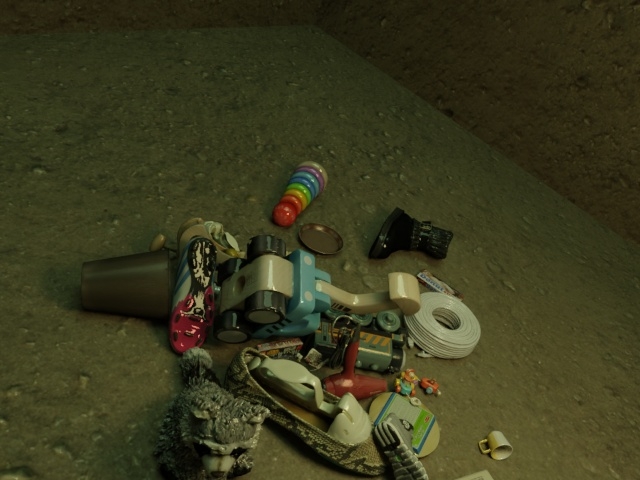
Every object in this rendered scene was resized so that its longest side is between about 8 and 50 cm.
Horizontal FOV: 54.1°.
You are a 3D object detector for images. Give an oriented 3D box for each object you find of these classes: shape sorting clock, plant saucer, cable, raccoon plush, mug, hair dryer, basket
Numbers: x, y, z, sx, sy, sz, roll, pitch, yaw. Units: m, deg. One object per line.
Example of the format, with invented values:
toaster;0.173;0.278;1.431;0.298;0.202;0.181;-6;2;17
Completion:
shape sorting clock;0.228;0.504;1.716;0.206;0.040;0.206;11;35;-8
plant saucer;0.000;0.000;2.255;0.169;0.029;0.168;14;36;-10
cable;0.397;0.274;2.058;0.257;0.089;0.257;9;38;-17
raccoon plush;-0.270;0.351;1.433;0.216;0.299;0.446;-4;43;-31
mug;0.491;0.568;1.758;0.078;0.062;0.064;17;28;-18
hair dryer;0.076;0.348;1.686;0.293;0.224;0.080;42;15;-32
basket;-0.529;0.124;1.714;0.227;0.204;0.154;0;3;-15

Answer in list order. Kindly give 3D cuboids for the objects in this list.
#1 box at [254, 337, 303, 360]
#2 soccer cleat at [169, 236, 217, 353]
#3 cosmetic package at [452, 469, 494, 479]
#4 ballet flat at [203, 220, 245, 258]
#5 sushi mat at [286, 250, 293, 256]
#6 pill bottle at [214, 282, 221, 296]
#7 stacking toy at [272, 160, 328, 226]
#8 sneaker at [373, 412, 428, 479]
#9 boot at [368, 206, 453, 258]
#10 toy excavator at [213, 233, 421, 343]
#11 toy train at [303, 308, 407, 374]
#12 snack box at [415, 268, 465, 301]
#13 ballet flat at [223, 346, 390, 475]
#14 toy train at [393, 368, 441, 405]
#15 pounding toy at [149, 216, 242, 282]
box;-0.124;0.316;1.729;0.137;0.094;0.027;-4;43;-31
soccer cleat;-0.357;0.154;1.757;0.116;0.143;0.331;15;74;-24
cosmetic package;0.298;0.667;1.470;0.296;0.129;0.153;-3;41;-29
ballet flat;-0.329;-0.009;2.051;0.086;0.086;0.248;-18;51;-42
sushi mat;-0.112;0.132;2.037;0.152;0.019;0.316;11;38;-14
pill bottle;-0.343;0.141;1.882;0.083;0.043;0.043;20;36;-4
stacking toy;-0.087;-0.167;2.345;0.141;0.141;0.330;25;40;4
sneaker;0.225;0.539;1.590;0.228;0.086;0.132;64;26;-1
boot;0.348;0.008;2.338;0.260;0.131;0.348;29;36;10
toy excavator;-0.011;0.154;1.721;0.445;0.433;0.222;23;50;-35
toy train;0.102;0.291;1.857;0.334;0.142;0.190;15;48;-12
snack box;0.432;0.171;2.266;0.178;0.022;0.064;35;39;17
ballet flat;-0.021;0.418;1.578;0.483;0.182;0.164;28;35;8
toy train;0.284;0.417;1.823;0.125;0.046;0.166;30;19;24
pounding toy;-0.370;0.010;1.918;0.270;0.154;0.155;23;12;-24
